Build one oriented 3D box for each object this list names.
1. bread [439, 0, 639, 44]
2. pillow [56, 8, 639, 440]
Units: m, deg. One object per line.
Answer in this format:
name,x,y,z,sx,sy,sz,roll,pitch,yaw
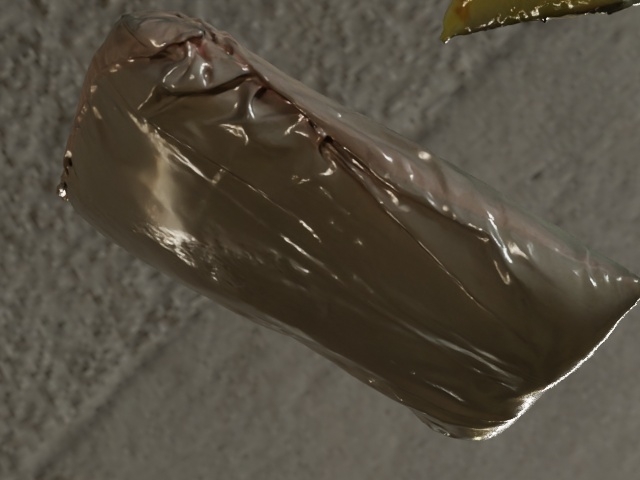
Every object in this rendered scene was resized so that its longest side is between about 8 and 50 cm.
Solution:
bread,0.225,-0.204,1.289,0.240,0.135,0.178,-28,161,-38
pillow,0.000,0.000,0.745,0.067,0.270,0.173,-53,170,-35
